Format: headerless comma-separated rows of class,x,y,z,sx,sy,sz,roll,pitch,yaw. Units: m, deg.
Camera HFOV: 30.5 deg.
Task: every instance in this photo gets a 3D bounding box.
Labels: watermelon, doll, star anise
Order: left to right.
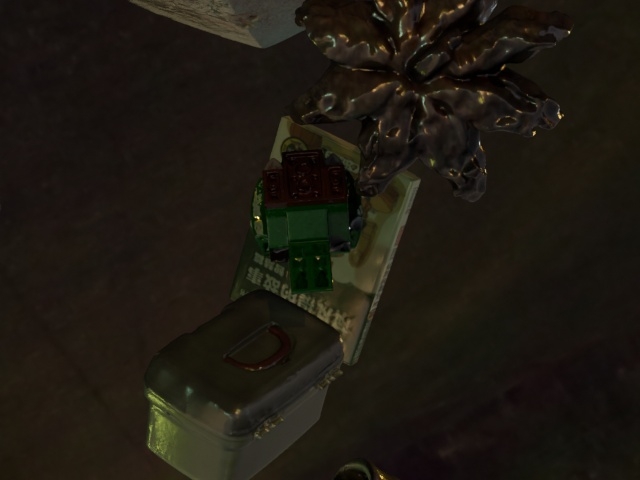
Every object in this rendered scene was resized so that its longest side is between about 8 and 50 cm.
watermelon,-0.115,-0.389,1.519,0.387,0.229,0.258,10,-179,-30
doll,-0.012,-0.014,1.137,0.106,0.134,0.186,-6,177,-1
star anise,0.086,-0.145,0.953,0.236,0.223,0.109,-43,177,8

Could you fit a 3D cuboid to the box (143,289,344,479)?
box,-0.081,0.157,1.247,0.210,0.148,0.129,-32,142,-49

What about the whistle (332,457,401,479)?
whistle,0.133,0.320,1.241,0.068,0.057,0.326,-35,129,24

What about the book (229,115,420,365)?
book,0.000,0.000,1.494,0.027,0.202,0.264,-21,134,-58
